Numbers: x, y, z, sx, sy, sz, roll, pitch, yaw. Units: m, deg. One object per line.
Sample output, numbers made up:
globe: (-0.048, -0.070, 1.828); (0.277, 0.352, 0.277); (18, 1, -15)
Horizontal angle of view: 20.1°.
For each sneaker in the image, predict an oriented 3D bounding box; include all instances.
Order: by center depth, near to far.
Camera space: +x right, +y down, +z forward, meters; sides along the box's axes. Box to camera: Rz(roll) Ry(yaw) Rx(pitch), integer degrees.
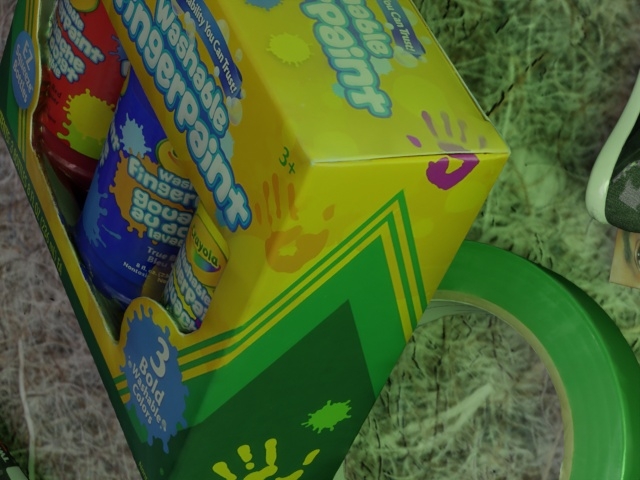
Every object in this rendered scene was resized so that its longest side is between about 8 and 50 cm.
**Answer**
sneaker: (0.287, -0.095, 1.292); (0.121, 0.079, 0.217); (22, 87, 28)

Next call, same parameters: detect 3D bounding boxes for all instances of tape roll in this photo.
tape roll: (0.100, 0.162, 1.418); (0.321, 0.077, 0.321); (-6, 78, 28)

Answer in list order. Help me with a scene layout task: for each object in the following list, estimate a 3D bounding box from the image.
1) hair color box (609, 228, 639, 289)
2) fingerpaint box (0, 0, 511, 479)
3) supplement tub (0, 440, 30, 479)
hair color box: (0.305, 0.003, 1.331); (0.167, 0.053, 0.093); (14, 105, 31)
fingerpaint box: (-0.086, -0.088, 1.359); (0.445, 0.163, 0.371); (63, 143, 34)
supplement tub: (-0.362, 0.215, 1.756); (0.198, 0.106, 0.106); (50, 119, 16)
